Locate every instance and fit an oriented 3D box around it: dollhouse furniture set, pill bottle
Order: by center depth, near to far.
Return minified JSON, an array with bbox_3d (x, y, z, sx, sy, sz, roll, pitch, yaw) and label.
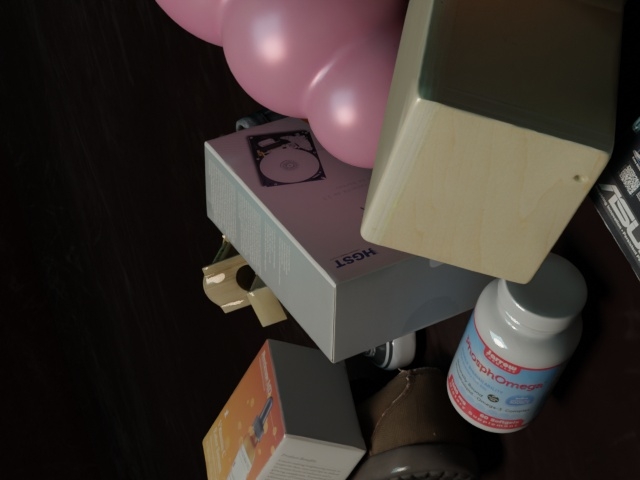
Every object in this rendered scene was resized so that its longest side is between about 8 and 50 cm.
[{"bbox_3d":[0.160,0.081,1.007,0.087,0.087,0.160,56,153,29],"label":"pill bottle"},{"bbox_3d":[-0.097,-0.010,1.325,0.182,0.101,0.161,-70,-42,-64],"label":"dollhouse furniture set"}]

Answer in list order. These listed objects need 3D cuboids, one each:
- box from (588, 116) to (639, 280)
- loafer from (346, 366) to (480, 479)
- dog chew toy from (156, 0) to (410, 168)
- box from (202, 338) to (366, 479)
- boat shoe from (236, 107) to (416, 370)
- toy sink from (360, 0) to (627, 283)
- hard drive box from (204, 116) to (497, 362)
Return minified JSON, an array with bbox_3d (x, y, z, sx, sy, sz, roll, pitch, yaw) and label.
[{"bbox_3d":[0.322,0.050,0.622,0.395,0.097,0.318,63,157,17],"label":"box"},{"bbox_3d":[0.059,0.214,1.322,0.366,0.133,0.130,-31,51,58],"label":"loafer"},{"bbox_3d":[-0.008,-0.197,1.031,0.332,0.206,0.207,54,153,15],"label":"dog chew toy"},{"bbox_3d":[-0.041,0.208,1.263,0.170,0.091,0.130,-59,29,33],"label":"box"},{"bbox_3d":[0.000,0.000,1.269,0.301,0.102,0.108,68,156,5],"label":"boat shoe"},{"bbox_3d":[0.122,-0.116,0.834,0.153,0.131,0.234,110,174,-54],"label":"toy sink"},{"bbox_3d":[0.029,-0.020,1.095,0.232,0.181,0.089,46,146,42],"label":"hard drive box"}]
